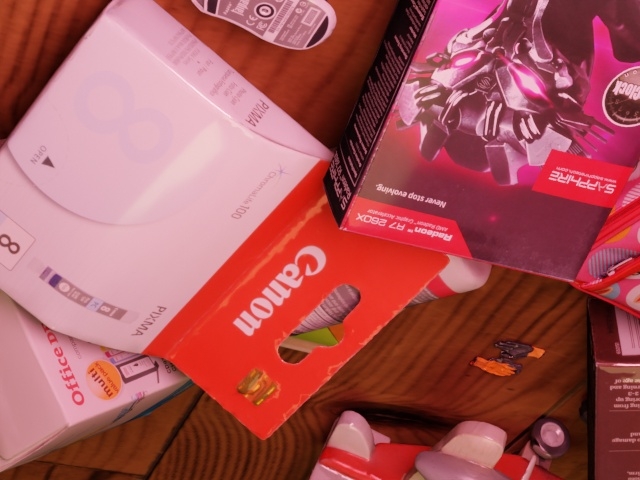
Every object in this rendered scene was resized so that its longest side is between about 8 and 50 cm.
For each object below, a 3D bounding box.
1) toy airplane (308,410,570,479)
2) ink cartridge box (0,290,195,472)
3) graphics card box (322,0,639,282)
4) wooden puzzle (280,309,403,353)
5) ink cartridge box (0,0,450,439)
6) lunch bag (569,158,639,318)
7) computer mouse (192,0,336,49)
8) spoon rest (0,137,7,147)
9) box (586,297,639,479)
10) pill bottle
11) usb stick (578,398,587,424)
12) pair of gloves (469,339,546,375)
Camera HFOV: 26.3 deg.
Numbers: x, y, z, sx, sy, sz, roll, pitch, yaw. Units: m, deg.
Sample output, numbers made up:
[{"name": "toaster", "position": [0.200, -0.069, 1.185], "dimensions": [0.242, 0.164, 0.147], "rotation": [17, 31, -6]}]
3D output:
[{"name": "toy airplane", "position": [0.160, 0.379, 1.893], "dimensions": [0.384, 0.272, 0.386], "rotation": [-18, 143, 26]}, {"name": "ink cartridge box", "position": [-0.264, 0.122, 1.501], "dimensions": [0.232, 0.171, 0.168], "rotation": [-19, 168, -48]}, {"name": "graphics card box", "position": [0.173, -0.152, 1.120], "dimensions": [0.232, 0.094, 0.371], "rotation": [14, 119, -18]}, {"name": "wooden puzzle", "position": [-0.006, 0.069, 1.625], "dimensions": [0.221, 0.044, 0.239], "rotation": [16, 144, -22]}, {"name": "ink cartridge box", "position": [-0.123, 0.005, 1.281], "dimensions": [0.385, 0.091, 0.308], "rotation": [40, 119, -6]}, {"name": "lunch bag", "position": [0.391, -0.034, 1.412], "dimensions": [0.258, 0.120, 0.293], "rotation": [25, 138, -27]}, {"name": "computer mouse", "position": [-0.077, -0.222, 1.186], "dimensions": [0.193, 0.042, 0.106], "rotation": [21, 137, -19]}, {"name": "spoon rest", "position": [-0.329, -0.017, 1.447], "dimensions": [0.137, 0.084, 0.276], "rotation": [-7, 153, -22]}, {"name": "box", "position": [0.430, 0.253, 1.703], "dimensions": [0.191, 0.143, 0.381], "rotation": [-2, 123, 7]}, {"name": "pill bottle", "position": [0.000, 0.000, 1.398], "dimensions": [0.318, 0.176, 0.176], "rotation": [-15, 144, 22]}, {"name": "usb stick", "position": [0.456, 0.185, 1.801], "dimensions": [0.077, 0.045, 0.278], "rotation": [20, 142, -29]}, {"name": "pair of gloves", "position": [0.243, 0.154, 1.786], "dimensions": [0.074, 0.010, 0.083], "rotation": [15, 143, -22]}]
